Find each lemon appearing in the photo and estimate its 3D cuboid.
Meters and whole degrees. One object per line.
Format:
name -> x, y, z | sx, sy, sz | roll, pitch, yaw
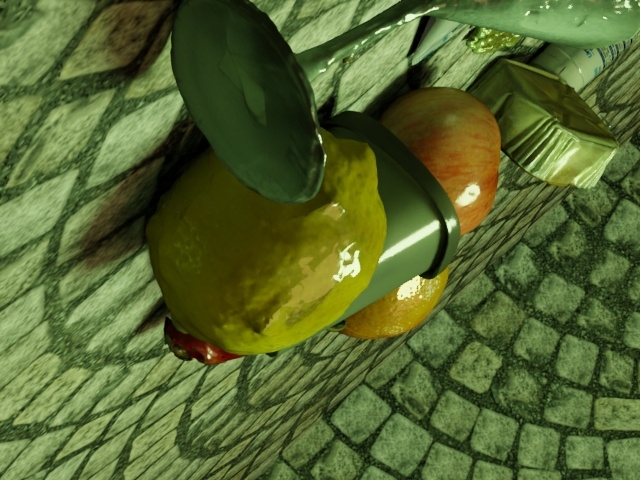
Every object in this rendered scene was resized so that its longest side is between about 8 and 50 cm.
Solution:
lemon -> -0.054, -0.006, 1.581 | 0.288, 0.233, 0.233 | -43, 168, 14

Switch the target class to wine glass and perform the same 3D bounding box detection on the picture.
wine glass -> 0.084, -0.209, 1.338 | 0.406, 0.267, 0.267 | -34, 164, -27

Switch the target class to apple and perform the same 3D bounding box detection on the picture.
apple -> 0.155, -0.104, 1.969 | 0.164, 0.209, 0.209 | -4, 165, 2

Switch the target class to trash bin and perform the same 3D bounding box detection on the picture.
trash bin -> 0.000, 0.000, 1.809 | 0.250, 0.219, 0.220 | -33, 162, -18

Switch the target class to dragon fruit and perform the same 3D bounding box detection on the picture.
dragon fruit -> -0.080, 0.092, 1.916 | 0.246, 0.125, 0.125 | -9, 165, 6

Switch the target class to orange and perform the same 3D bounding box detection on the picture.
orange -> 0.087, 0.042, 2.201 | 0.170, 0.224, 0.224 | 29, 112, -33

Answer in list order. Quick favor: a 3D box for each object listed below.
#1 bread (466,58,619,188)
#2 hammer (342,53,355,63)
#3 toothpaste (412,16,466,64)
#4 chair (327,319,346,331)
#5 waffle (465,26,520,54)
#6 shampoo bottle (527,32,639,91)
bread -> 0.335, -0.171, 2.258 | 0.210, 0.192, 0.110 | 4, 131, -52
hammer -> 0.001, -0.195, 1.627 | 0.123, 0.014, 0.029 | -26, 149, -51
toothpaste -> 0.180, -0.299, 1.755 | 0.114, 0.073, 0.299 | -41, 174, -18
chair -> -0.033, 0.062, 2.041 | 0.247, 0.172, 0.159 | -54, 167, 9
waffle -> 0.275, -0.322, 2.023 | 0.183, 0.036, 0.169 | -52, 164, 29
shampoo bottle -> 0.433, -0.314, 2.413 | 0.303, 0.092, 0.092 | -42, 167, -11
